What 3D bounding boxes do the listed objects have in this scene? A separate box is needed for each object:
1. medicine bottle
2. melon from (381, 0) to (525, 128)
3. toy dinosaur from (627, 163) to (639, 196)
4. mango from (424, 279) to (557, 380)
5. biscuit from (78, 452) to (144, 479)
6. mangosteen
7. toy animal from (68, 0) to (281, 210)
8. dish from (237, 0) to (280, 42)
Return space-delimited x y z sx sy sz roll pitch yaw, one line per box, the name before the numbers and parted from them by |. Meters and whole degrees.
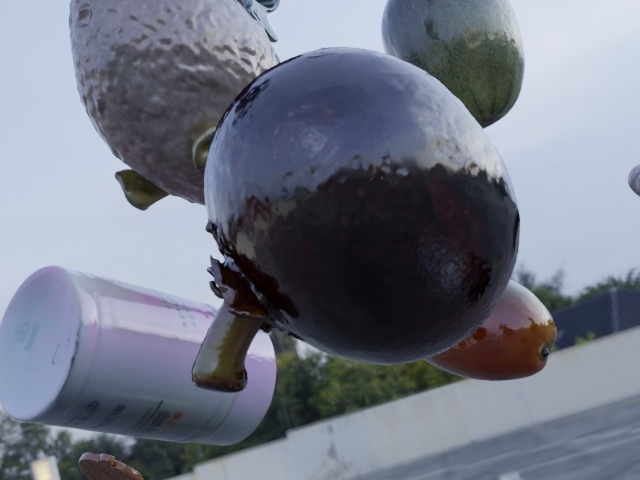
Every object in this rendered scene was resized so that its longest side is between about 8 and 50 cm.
medicine bottle | -0.183 0.125 0.998 0.152 0.152 0.254 -26 -32 36
melon | 0.247 -0.357 1.795 0.249 0.329 0.248 -20 -15 -5
toy dinosaur | 0.440 -0.007 1.063 0.194 0.177 0.152 6 -60 -16
mango | 0.198 0.116 1.361 0.129 0.146 0.289 3 -1 -35
biscuit | -0.259 0.287 1.212 0.091 0.015 0.078 17 -42 13
mangosteen | 0.000 0.000 0.678 0.261 0.235 0.235 -44 -8 -10
toy animal | -0.157 -0.178 1.089 0.188 0.358 0.226 -17 33 45
dish | -0.120 -0.360 1.234 0.078 0.246 0.224 -15 -20 16
